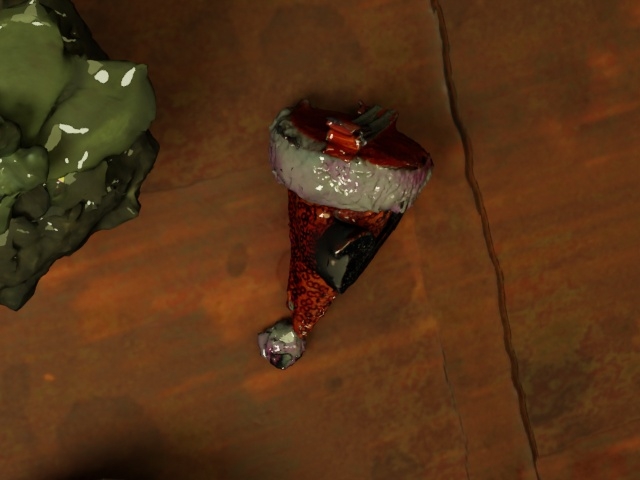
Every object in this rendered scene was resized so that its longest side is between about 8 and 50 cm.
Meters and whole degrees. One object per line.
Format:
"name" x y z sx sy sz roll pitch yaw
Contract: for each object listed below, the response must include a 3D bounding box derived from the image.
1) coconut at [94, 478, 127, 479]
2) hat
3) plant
"coconut" -0.175 0.292 1.235 0.227 0.230 0.227 21 55 -33
"hat" 0.003 0.002 1.292 0.129 0.140 0.227 15 108 -9
"plant" -0.222 -0.064 1.104 0.215 0.312 0.213 -37 112 -11
